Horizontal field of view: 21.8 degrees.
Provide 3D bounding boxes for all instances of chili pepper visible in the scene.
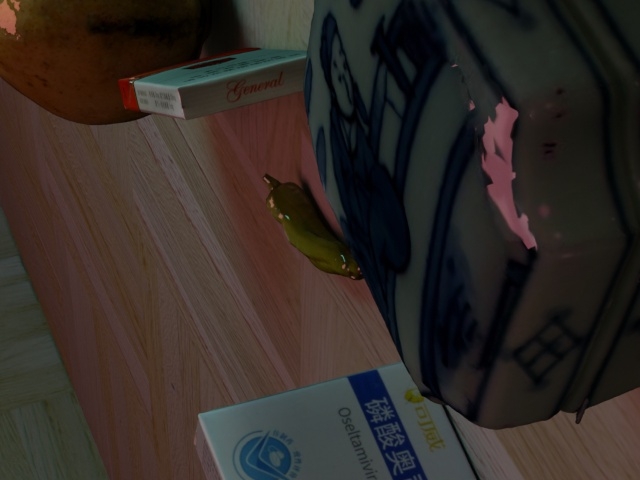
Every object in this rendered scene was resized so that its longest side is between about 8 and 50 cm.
[{"bbox_3d":[0.000,0.001,1.510,0.208,0.043,0.049,45,120,51],"label":"chili pepper"}]

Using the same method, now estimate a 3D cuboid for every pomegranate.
[{"bbox_3d":[-0.228,-0.247,1.694,0.260,0.260,0.260,166,90,-73],"label":"pomegranate"}]

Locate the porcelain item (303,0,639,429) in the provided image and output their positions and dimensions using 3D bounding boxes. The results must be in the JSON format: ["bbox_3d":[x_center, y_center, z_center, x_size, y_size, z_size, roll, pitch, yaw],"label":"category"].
[{"bbox_3d":[0.102,-0.059,0.921,0.281,0.157,0.286,102,148,-54],"label":"porcelain item"}]

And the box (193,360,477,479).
[{"bbox_3d":[0.050,0.265,1.280,0.065,0.200,0.343,104,148,-53],"label":"box"}]

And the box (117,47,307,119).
[{"bbox_3d":[-0.094,-0.145,1.516,0.245,0.139,0.035,-155,51,-70],"label":"box"}]
